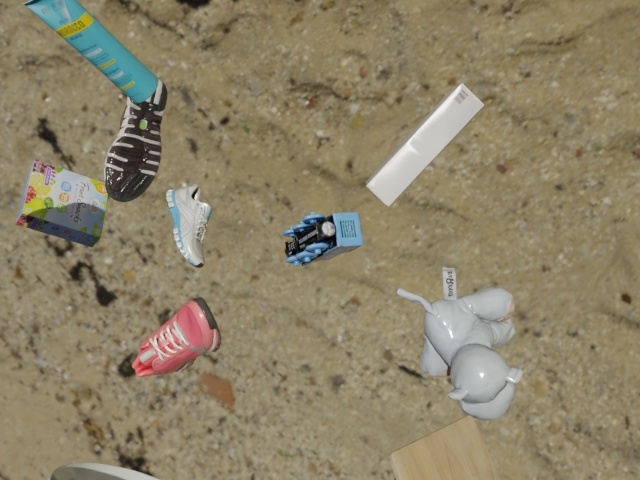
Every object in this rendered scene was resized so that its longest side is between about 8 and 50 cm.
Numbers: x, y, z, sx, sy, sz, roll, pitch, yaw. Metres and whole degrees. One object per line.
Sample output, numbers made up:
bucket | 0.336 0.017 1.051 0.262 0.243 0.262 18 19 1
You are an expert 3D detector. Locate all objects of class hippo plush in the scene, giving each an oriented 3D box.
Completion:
hippo plush | 0.328 0.221 1.562 0.236 0.234 0.294 -120 8 -48

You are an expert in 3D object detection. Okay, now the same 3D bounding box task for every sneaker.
sneaker | -0.397 -0.199 1.662 0.106 0.281 0.162 18 163 -17
sneaker | -0.321 0.232 1.690 0.116 0.136 0.314 59 141 13
sneaker | -0.256 -0.036 1.580 0.071 0.083 0.190 52 -162 -65

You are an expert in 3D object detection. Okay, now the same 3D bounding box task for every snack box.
snack box | -0.671 -0.096 2.026 0.207 0.174 0.070 20 143 -31

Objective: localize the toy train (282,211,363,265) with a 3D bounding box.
toy train | 0.000 0.000 1.435 0.184 0.105 0.080 148 118 -62

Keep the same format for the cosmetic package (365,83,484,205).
cosmetic package | 0.181 -0.168 1.374 0.060 0.239 0.099 42 -172 -5

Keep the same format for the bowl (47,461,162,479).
bowl | -0.290 0.460 1.160 0.298 0.134 0.298 23 179 0

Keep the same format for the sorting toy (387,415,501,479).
sorting toy | 0.285 0.570 1.773 0.089 0.255 0.257 -38 71 54

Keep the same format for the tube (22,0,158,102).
tube | -0.322 -0.282 1.116 0.080 0.052 0.207 -16 140 30
